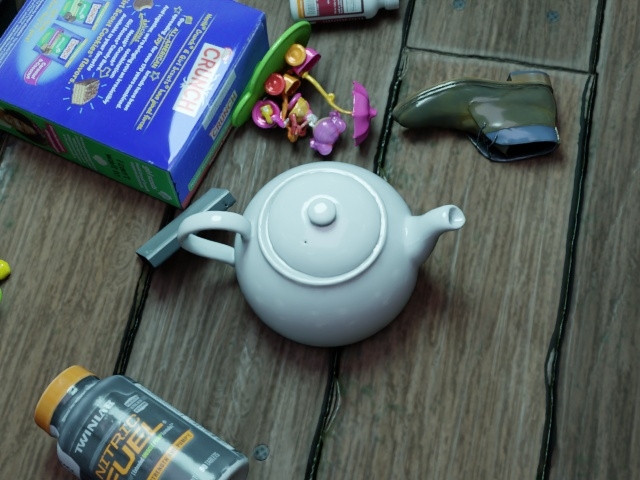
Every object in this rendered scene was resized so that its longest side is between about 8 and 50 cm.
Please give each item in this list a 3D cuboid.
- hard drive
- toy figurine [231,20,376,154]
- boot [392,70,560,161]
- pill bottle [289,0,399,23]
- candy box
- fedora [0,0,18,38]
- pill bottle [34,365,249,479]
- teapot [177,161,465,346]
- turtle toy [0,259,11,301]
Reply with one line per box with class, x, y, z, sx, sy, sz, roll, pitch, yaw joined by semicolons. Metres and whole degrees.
hard drive;-0.176;-0.017;1.333;0.135;0.094;0.022;-41;106;-12
toy figurine;-0.009;-0.178;1.383;0.159;0.130;0.173;39;97;8
boot;0.211;-0.156;1.359;0.219;0.082;0.106;-11;65;-2
pill bottle;0.033;-0.353;1.453;0.152;0.086;0.086;-4;67;2
candy box;-0.265;-0.231;1.410;0.317;0.122;0.268;23;70;15
fedora;-0.524;-0.326;1.442;0.334;0.152;0.334;-8;55;11
pill bottle;-0.216;0.245;1.205;0.246;0.130;0.130;30;73;16
teapot;0.000;0.000;1.257;0.256;0.187;0.252;-43;70;-11
turtle toy;-0.459;0.046;1.341;0.095;0.066;0.130;-41;70;-12
